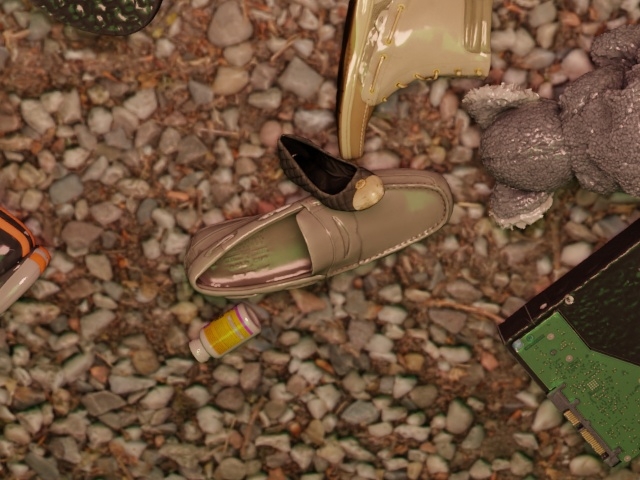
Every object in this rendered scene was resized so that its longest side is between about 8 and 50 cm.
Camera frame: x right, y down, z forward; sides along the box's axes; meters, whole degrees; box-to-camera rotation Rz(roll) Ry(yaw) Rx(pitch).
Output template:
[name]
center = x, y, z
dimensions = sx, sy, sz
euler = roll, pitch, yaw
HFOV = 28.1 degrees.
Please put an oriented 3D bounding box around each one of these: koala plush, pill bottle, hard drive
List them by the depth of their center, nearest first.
[koala plush]
center = 0.275, -0.114, 1.404
dimensions = 0.221, 0.203, 0.196
euler = -9, 109, 14
[pill bottle]
center = -0.115, 0.113, 1.533
dimensions = 0.083, 0.043, 0.043
euler = -33, 107, 9
[hard drive]
center = 0.415, 0.093, 1.533
dimensions = 0.339, 0.064, 0.237
euler = -40, 106, 10

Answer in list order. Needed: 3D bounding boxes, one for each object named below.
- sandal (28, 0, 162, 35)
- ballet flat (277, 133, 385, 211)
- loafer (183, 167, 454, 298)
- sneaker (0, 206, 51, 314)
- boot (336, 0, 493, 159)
[sandal]
center = -0.331, -0.388, 1.335
dimensions = 0.446, 0.107, 0.167
euler = 39, 105, -1
[ballet flat]
center = 0.006, -0.073, 1.414
dimensions = 0.057, 0.173, 0.049
euler = -47, 131, -15
[loafer]
center = 0.000, 0.000, 1.461
dimensions = 0.320, 0.111, 0.112
euler = -19, 109, 5
[sneaker]
center = -0.480, 0.067, 1.477
dimensions = 0.321, 0.124, 0.180
euler = -45, 101, 1
[boot]
center = 0.104, -0.184, 1.423
dimensions = 0.165, 0.077, 0.213
euler = 6, 108, -7
